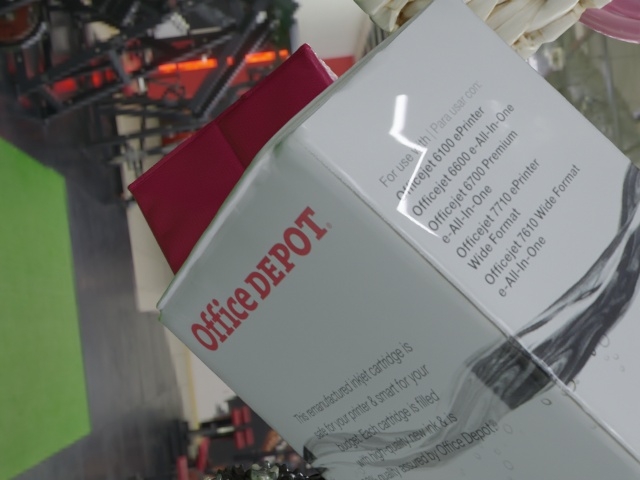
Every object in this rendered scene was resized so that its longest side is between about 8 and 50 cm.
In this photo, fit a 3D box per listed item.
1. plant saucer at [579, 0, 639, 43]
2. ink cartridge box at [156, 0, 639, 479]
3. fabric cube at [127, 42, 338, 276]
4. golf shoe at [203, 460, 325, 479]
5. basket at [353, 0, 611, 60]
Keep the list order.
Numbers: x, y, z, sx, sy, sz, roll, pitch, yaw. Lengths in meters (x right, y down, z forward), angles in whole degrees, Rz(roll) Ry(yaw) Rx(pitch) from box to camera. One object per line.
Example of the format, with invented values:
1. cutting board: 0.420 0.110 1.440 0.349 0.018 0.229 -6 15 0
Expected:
1. plant saucer: 0.404 -0.362 1.118 0.084 0.332 0.332 43 36 -64
2. ink cartridge box: 0.090 0.068 0.493 0.307 0.129 0.223 44 -32 0
3. fabric cube: 0.000 0.000 1.071 0.258 0.259 0.254 58 12 28
4. golf shoe: -0.013 0.229 0.767 0.105 0.272 0.120 30 -57 44
5. basket: 0.101 -0.314 0.501 0.266 0.328 0.331 38 34 -33
